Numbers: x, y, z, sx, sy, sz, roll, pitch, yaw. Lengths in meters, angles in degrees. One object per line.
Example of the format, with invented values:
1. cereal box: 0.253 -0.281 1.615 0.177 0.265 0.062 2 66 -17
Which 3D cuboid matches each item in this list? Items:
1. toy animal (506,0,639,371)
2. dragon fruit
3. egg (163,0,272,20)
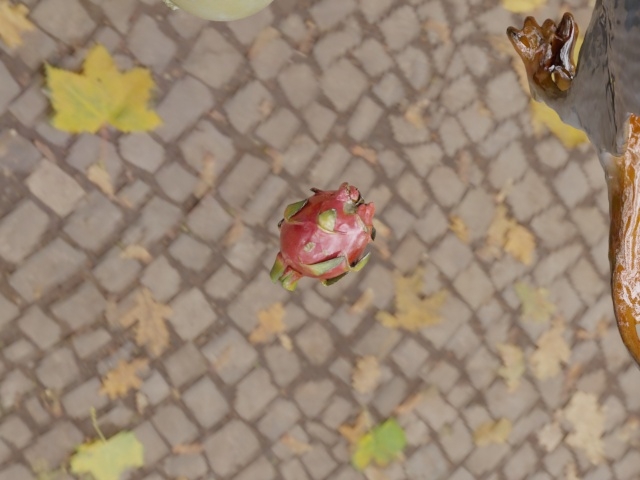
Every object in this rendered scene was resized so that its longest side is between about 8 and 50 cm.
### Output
1. toy animal: 0.230 -0.050 1.008 0.225 0.302 0.284 -2 118 -27
2. dragon fruit: -0.002 -0.001 1.362 0.116 0.081 0.086 -30 102 32
3. egg: -0.088 -0.276 1.279 0.164 0.164 0.201 -27 147 -13
